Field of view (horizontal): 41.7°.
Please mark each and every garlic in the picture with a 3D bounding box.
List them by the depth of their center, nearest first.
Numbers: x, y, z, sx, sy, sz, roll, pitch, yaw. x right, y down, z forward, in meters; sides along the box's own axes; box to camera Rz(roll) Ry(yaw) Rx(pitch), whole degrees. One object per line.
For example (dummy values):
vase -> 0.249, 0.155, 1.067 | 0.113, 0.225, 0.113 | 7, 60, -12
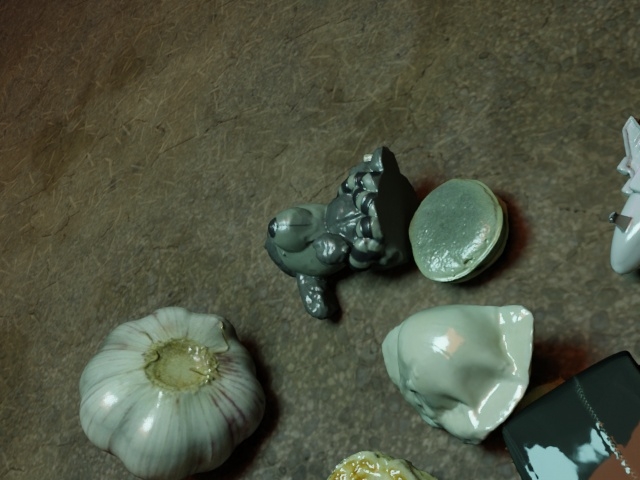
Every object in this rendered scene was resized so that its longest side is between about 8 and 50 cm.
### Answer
garlic -> -0.216, 0.228, 1.154 | 0.253, 0.245, 0.245 | 119, 154, -48

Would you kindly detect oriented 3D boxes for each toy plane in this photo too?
toy plane -> 0.383, -0.076, 0.891 | 0.255, 0.101, 0.251 | -52, 31, 0

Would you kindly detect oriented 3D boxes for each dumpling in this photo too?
dumpling -> 0.149, 0.147, 0.930 | 0.229, 0.124, 0.151 | -17, 70, 56

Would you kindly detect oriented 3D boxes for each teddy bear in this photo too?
teddy bear -> 0.013, 0.006, 1.121 | 0.251, 0.144, 0.171 | -28, 62, 27

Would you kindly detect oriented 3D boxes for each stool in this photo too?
stool -> 0.269, 0.209, 0.714 | 0.141, 0.232, 0.232 | -37, 45, 12

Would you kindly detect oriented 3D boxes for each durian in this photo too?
durian -> 0.224, 0.197, 0.876 | 0.066, 0.052, 0.130 | -5, 57, 37

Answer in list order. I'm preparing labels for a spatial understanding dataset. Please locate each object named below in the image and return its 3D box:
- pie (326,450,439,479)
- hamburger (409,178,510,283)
pie -> 0.059, 0.335, 0.898 | 0.179, 0.084, 0.205 | 22, 79, 47
hamburger -> 0.175, -0.010, 1.050 | 0.133, 0.062, 0.140 | -36, 47, 22
